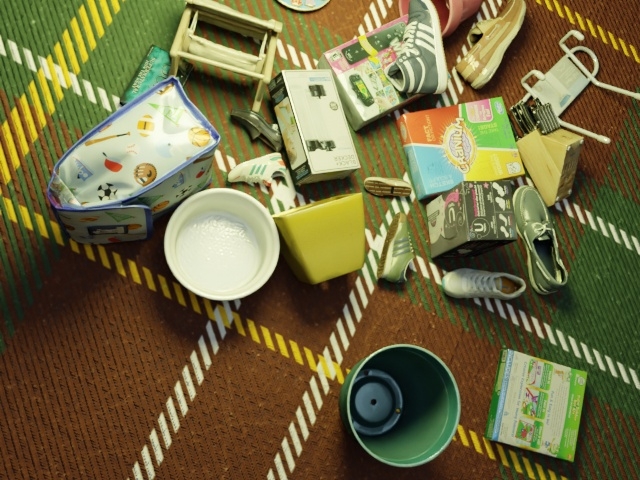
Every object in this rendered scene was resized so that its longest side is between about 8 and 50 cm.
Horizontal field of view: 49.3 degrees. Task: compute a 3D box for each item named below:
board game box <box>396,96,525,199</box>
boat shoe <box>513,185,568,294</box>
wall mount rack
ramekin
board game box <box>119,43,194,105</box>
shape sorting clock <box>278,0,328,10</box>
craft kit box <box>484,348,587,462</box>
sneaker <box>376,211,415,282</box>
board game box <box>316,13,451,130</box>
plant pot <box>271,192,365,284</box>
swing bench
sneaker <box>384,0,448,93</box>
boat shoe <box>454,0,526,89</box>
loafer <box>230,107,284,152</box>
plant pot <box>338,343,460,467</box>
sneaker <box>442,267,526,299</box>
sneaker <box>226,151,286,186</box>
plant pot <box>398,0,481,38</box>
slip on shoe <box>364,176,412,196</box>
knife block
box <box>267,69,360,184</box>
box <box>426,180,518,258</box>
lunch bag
[{"bbox_3d":[0.399,-0.264,1.984,0.317,0.064,0.242,-13,82,-16],"label":"board game box"},{"bbox_3d":[0.629,-0.010,1.969,0.116,0.099,0.319,-7,80,-14],"label":"boat shoe"},{"bbox_3d":[0.777,-0.444,2.077,0.304,0.130,0.350,45,73,-1],"label":"wall mount rack"},{"bbox_3d":[-0.249,0.019,1.735,0.277,0.135,0.277,3,79,-14],"label":"ramekin"},{"bbox_3d":[-0.429,-0.411,1.836,0.126,0.026,0.186,25,74,-7],"label":"board game box"},{"bbox_3d":[-0.057,-0.748,1.986,0.206,0.040,0.206,3,78,-13],"label":"shape sorting clock"},{"bbox_3d":[0.587,0.446,1.891,0.247,0.061,0.249,17,75,-7],"label":"craft kit box"},{"bbox_3d":[0.218,0.026,1.887,0.086,0.064,0.192,22,75,-16],"label":"sneaker"},{"bbox_3d":[0.177,-0.475,1.959,0.303,0.097,0.224,-29,87,-18],"label":"board game box"},{"bbox_3d":[0.000,0.000,1.772,0.212,0.212,0.187,-17,96,-16],"label":"plant pot"},{"bbox_3d":[-0.244,-0.507,1.810,0.253,0.165,0.254,14,67,-11],"label":"swing bench"},{"bbox_3d":[0.243,-0.529,1.884,0.153,0.099,0.282,-10,85,-17],"label":"sneaker"},{"bbox_3d":[0.500,-0.600,2.050,0.116,0.123,0.324,31,72,-3],"label":"boat shoe"},{"bbox_3d":[-0.167,-0.297,1.859,0.170,0.062,0.061,26,79,-6],"label":"loafer"},{"bbox_3d":[0.163,0.397,1.694,0.272,0.255,0.271,3,78,-13],"label":"plant pot"},{"bbox_3d":[0.445,0.116,1.904,0.229,0.092,0.087,2,80,-12],"label":"sneaker"},{"bbox_3d":[-0.164,-0.174,1.835,0.161,0.057,0.075,-22,79,-19],"label":"sneaker"},{"bbox_3d":[0.357,-0.688,2.004,0.180,0.201,0.201,-26,86,-33],"label":"plant pot"},{"bbox_3d":[0.186,-0.154,1.925,0.135,0.051,0.041,5,38,-4],"label":"slip on shoe"},{"bbox_3d":[0.627,-0.268,2.030,0.088,0.242,0.275,-24,130,-33],"label":"knife block"},{"bbox_3d":[-0.017,-0.304,1.855,0.169,0.087,0.290,-10,81,-36],"label":"box"},{"bbox_3d":[0.391,-0.053,1.843,0.142,0.247,0.163,-2,79,-15],"label":"box"},{"bbox_3d":[-0.440,-0.145,1.626,0.385,0.328,0.239,-37,86,-19],"label":"lunch bag"}]
